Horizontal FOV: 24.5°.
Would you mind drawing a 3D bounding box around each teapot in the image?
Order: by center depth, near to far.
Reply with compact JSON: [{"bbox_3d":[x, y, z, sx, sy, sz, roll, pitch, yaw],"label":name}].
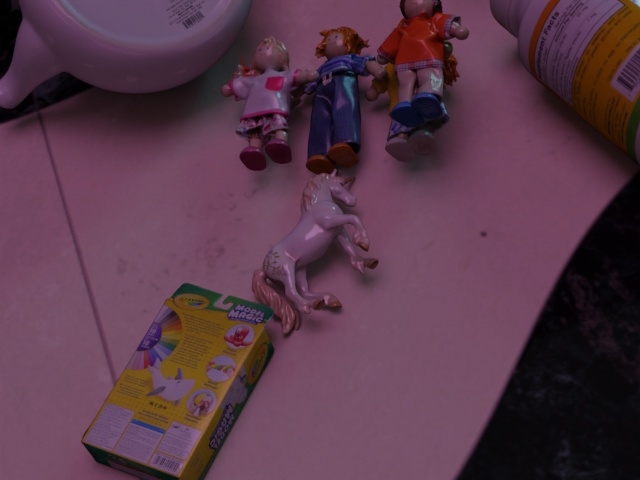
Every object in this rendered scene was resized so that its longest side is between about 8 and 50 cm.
[{"bbox_3d":[-0.189,-0.254,1.497,0.256,0.187,0.252,9,72,-11],"label":"teapot"}]

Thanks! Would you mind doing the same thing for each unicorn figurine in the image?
[{"bbox_3d":[0.000,0.000,1.322,0.162,0.060,0.111,-38,54,-15],"label":"unicorn figurine"}]

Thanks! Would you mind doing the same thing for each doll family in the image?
[{"bbox_3d":[0.040,-0.147,1.410,0.263,0.118,0.163,-14,55,28],"label":"doll family"}]

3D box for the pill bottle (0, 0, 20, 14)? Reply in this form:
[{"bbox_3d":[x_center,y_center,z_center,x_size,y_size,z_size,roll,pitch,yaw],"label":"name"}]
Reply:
[{"bbox_3d":[-0.326,-0.312,1.580,0.219,0.123,0.123,-20,50,-17],"label":"pill bottle"}]

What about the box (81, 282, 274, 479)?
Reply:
[{"bbox_3d":[-0.116,0.123,1.272,0.105,0.043,0.179,16,61,25],"label":"box"}]

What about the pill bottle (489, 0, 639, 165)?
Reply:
[{"bbox_3d":[0.267,-0.177,1.338,0.136,0.136,0.245,-34,53,-12],"label":"pill bottle"}]
